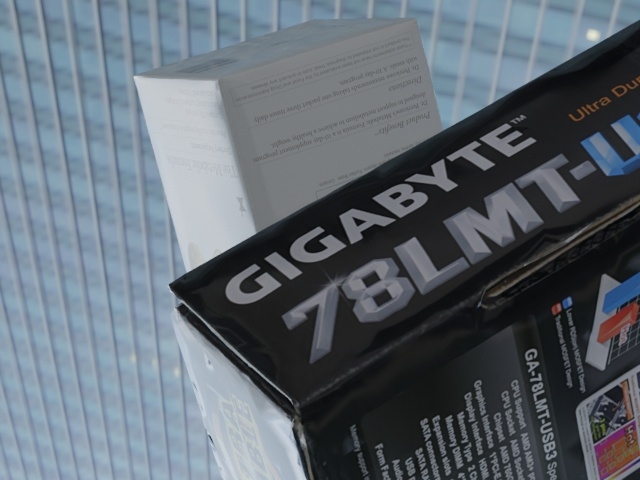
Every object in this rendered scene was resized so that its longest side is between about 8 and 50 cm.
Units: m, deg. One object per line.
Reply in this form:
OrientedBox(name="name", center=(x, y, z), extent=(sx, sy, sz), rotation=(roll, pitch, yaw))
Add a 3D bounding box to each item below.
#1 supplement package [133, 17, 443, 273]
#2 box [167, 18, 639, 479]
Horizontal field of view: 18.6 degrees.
OrientedBox(name="supplement package", center=(0.000, 0.000, 1.177), extent=(0.134, 0.139, 0.244), rotation=(-20, -77, -23))
OrientedBox(name="box", center=(0.125, 0.070, 0.585), extent=(0.293, 0.295, 0.073), rotation=(-31, -141, -20))
